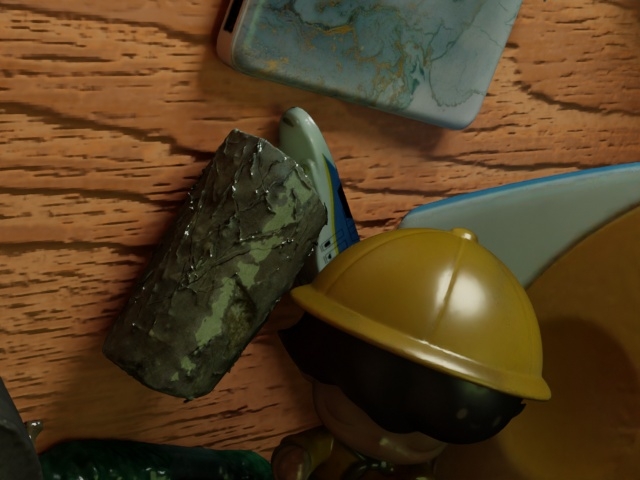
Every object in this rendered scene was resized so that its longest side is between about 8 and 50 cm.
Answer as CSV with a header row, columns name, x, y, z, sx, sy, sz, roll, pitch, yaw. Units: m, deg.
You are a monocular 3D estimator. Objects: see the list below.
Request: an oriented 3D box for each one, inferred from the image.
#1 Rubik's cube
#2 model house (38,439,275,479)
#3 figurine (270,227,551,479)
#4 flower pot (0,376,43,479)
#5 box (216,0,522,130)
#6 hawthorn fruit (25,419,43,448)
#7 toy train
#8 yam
name,x,y,z,sx,sy,sz,roll,pitch,yaw
Rubik's cube,0.284,0.125,1.192,0.351,0.347,0.352,1,82,-52
model house,-0.073,0.299,1.058,0.280,0.249,0.230,12,100,-49
figurine,0.051,0.107,1.048,0.192,0.167,0.257,13,126,-20
flower pot,-0.266,0.133,0.838,0.269,0.166,0.269,-22,123,-39
box,0.046,-0.170,1.103,0.285,0.044,0.142,9,107,-48
hawthorn fruit,-0.162,0.225,0.919,0.165,0.285,0.165,-16,126,-24
toy train,0.000,0.000,1.133,0.051,0.052,0.234,-39,134,-20
yam,-0.072,0.022,1.033,0.183,0.107,0.107,-56,139,-5
